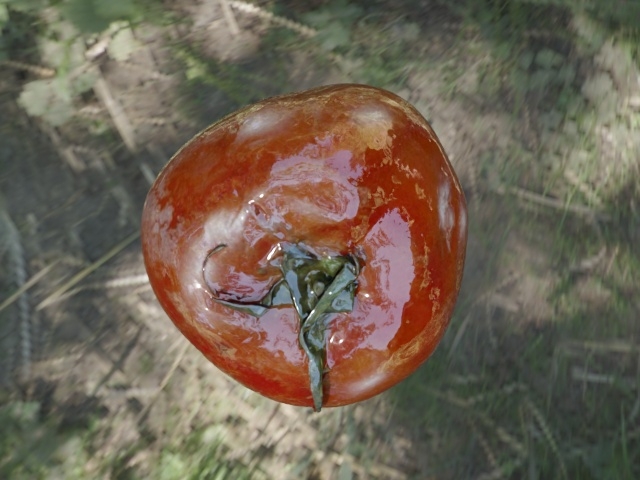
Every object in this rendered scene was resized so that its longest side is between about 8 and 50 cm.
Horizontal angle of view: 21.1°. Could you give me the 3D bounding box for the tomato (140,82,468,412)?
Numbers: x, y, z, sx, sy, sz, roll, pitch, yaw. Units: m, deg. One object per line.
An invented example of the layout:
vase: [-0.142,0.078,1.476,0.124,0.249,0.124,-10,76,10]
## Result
tomato: [0.000,0.000,0.943,0.187,0.151,0.187,2,110,6]
